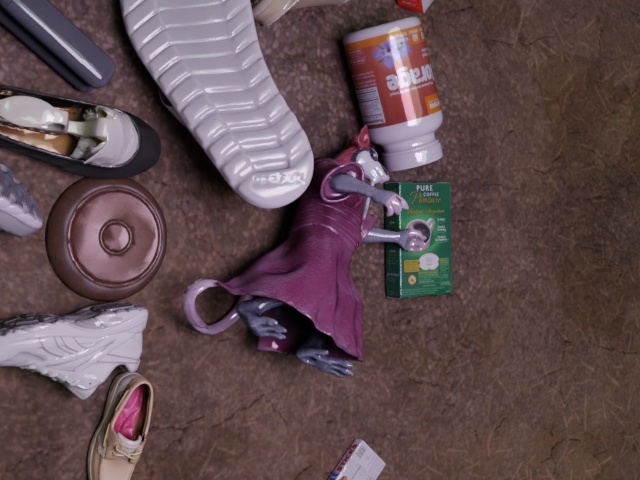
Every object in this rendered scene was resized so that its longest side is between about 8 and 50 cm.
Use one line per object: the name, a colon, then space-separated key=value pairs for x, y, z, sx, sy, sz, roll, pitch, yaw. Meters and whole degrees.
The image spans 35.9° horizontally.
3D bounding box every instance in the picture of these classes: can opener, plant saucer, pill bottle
can opener: x=-0.357 y=-0.296 z=1.189 sx=0.280 sy=0.074 sz=0.093 roll=47 pitch=65 yaw=-26
plant saucer: x=-0.270 y=-0.004 z=1.280 sx=0.169 sy=0.029 sz=0.168 roll=-1 pitch=91 yaw=-36
pill bottle: x=0.116 y=-0.220 z=1.490 sx=0.121 sy=0.121 sz=0.216 roll=-23 pitch=103 yaw=-33

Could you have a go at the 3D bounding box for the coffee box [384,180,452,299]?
coffee box: x=0.156 y=-0.002 z=1.568 sx=0.113 sy=0.040 sz=0.184 roll=-3 pitch=93 yaw=-35

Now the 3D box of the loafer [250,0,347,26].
loafer: x=0.002 y=-0.375 z=1.421 sx=0.268 sy=0.102 sz=0.092 roll=-43 pitch=110 yaw=-29

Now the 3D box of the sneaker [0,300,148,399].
sneaker: x=-0.316 y=0.145 z=1.215 sx=0.232 sy=0.090 sz=0.115 roll=-6 pitch=97 yaw=-34

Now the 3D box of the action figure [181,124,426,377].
action figure: x=0.000 y=0.000 z=1.413 sx=0.248 sy=0.276 sz=0.370 roll=69 pitch=30 yaw=-58

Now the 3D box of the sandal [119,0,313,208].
sandal: x=-0.151 y=-0.226 z=1.318 sx=0.169 sy=0.102 sz=0.416 roll=-23 pitch=87 yaw=-14

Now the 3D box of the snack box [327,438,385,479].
snack box: x=0.028 y=0.391 z=1.493 sx=0.064 sy=0.022 sz=0.178 roll=49 pitch=64 yaw=-26

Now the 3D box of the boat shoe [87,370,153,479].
boat shoe: x=-0.255 y=0.255 z=1.272 sx=0.063 sy=0.059 sz=0.170 roll=14 pitch=82 yaw=-34

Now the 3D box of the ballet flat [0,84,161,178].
ballet flat: x=-0.309 y=-0.132 z=1.210 sx=0.281 sy=0.096 sz=0.095 roll=8 pitch=85 yaw=-35

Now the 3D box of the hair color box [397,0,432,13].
hair color box: x=0.149 y=-0.443 z=1.506 sx=0.093 sy=0.053 sz=0.167 roll=-54 pitch=148 yaw=-21

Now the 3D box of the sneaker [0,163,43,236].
sneaker: x=-0.456 y=-0.058 z=1.129 sx=0.281 sy=0.105 sz=0.115 roll=24 pitch=111 yaw=-37
